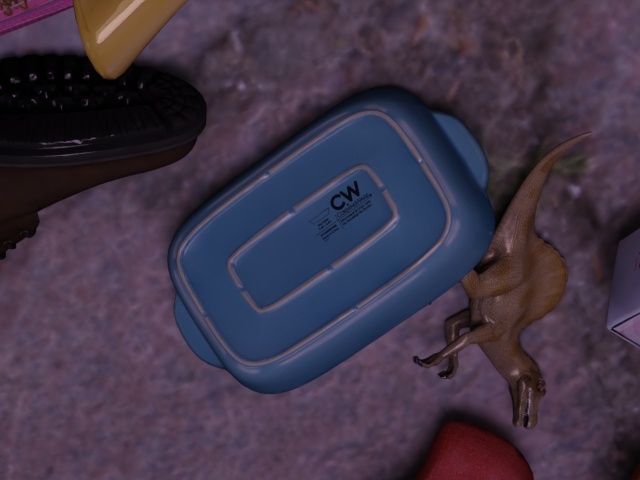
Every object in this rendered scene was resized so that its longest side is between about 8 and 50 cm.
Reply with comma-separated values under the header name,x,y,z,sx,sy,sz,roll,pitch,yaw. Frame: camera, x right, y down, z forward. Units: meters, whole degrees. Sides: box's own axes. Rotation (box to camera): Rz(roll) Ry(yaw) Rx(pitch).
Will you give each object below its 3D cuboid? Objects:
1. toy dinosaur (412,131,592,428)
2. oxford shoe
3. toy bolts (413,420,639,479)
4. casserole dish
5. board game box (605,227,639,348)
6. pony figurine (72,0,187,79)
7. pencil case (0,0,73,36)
name,x,y,z,sx,sy,sz,roll,pitch,yaw
toy dinosaur,0.092,0.017,0.993,0.093,0.053,0.183,-7,121,-16
oxford shoe,-0.166,-0.034,0.945,0.227,0.083,0.096,-11,132,2
toy bolts,0.136,0.202,0.984,0.228,0.158,0.218,29,122,-12
casserole dish,0.000,0.000,0.953,0.188,0.037,0.114,-35,80,11
board game box,0.363,0.029,0.901,0.318,0.066,0.319,31,139,-20
pony figurine,0.056,-0.254,0.635,0.363,0.303,0.351,-14,78,12
pencil case,-0.150,-0.172,0.838,0.386,0.167,0.160,-21,137,6
